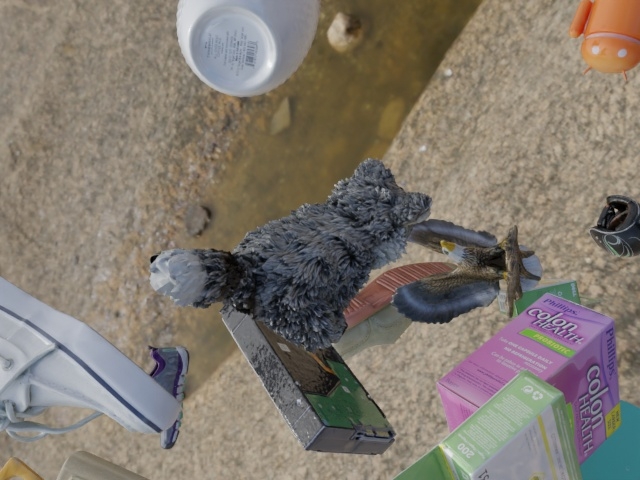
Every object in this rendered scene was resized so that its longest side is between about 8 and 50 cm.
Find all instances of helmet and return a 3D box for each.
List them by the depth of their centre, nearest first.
[{"bbox_3d":[0.837,-0.032,1.716,0.169,0.161,0.170,-29,42,29],"label":"helmet"}]

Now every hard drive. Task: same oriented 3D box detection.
[{"bbox_3d":[-0.026,0.246,1.156,0.064,0.236,0.339,-52,50,11],"label":"hard drive"}]

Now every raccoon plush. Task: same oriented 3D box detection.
[{"bbox_3d":[0.000,0.000,0.931,0.216,0.446,0.299,42,102,15],"label":"raccoon plush"}]

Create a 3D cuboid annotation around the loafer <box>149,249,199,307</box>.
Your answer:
[{"bbox_3d":[-0.278,0.076,1.193,0.148,0.050,0.056,40,103,19],"label":"loafer"}]

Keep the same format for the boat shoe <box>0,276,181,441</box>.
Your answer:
[{"bbox_3d":[-0.331,0.147,0.674,0.366,0.136,0.157,25,64,18],"label":"boat shoe"}]

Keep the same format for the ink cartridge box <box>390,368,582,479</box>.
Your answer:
[{"bbox_3d":[0.149,0.259,0.612,0.235,0.171,0.056,-35,34,-16],"label":"ink cartridge box"}]

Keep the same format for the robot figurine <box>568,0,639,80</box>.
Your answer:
[{"bbox_3d":[0.613,-0.439,1.271,0.128,0.157,0.220,-151,76,-72],"label":"robot figurine"}]

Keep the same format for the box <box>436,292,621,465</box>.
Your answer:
[{"bbox_3d":[0.311,0.239,0.904,0.117,0.242,0.214,24,139,51],"label":"box"}]

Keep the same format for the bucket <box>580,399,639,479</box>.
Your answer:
[{"bbox_3d":[0.500,0.428,1.134,0.183,0.280,0.281,123,142,-58],"label":"bucket"}]

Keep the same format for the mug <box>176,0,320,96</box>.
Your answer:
[{"bbox_3d":[-0.124,-0.468,1.195,0.328,0.276,0.374,-84,19,-52],"label":"mug"}]

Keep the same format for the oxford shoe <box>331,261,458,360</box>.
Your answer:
[{"bbox_3d":[0.182,0.169,1.555,0.140,0.396,0.147,-140,32,-65],"label":"oxford shoe"}]

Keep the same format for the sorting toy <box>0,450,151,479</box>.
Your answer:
[{"bbox_3d":[-0.259,0.362,0.708,0.347,0.047,0.196,17,70,14],"label":"sorting toy"}]

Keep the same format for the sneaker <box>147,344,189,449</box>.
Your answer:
[{"bbox_3d":[-0.354,0.344,1.376,0.083,0.098,0.224,161,117,-63],"label":"sneaker"}]

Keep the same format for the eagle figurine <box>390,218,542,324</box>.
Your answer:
[{"bbox_3d":[0.313,0.053,1.377,0.298,0.226,0.225,-13,112,51],"label":"eagle figurine"}]

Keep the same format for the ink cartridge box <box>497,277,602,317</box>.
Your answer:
[{"bbox_3d":[0.534,0.128,1.462,0.109,0.209,0.062,174,85,-84],"label":"ink cartridge box"}]
